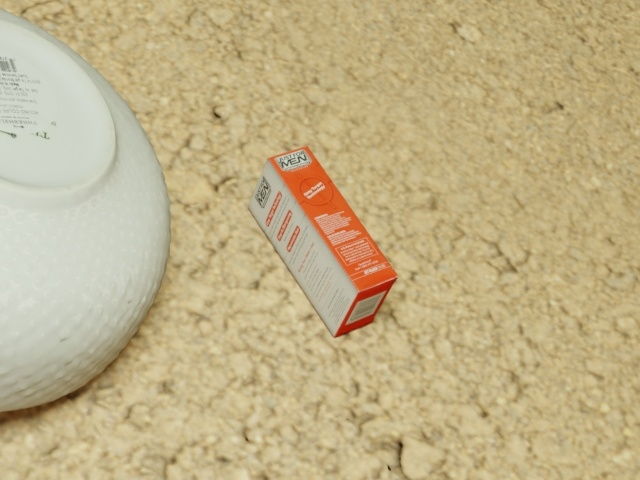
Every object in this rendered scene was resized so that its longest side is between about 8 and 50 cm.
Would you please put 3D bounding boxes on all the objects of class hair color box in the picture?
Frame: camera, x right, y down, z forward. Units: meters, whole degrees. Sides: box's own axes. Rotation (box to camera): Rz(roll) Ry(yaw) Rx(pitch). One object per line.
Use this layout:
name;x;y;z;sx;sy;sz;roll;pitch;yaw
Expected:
hair color box;0.000;0.000;1.215;0.043;0.072;0.141;-21;64;-31

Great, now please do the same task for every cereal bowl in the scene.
cereal bowl;-0.248;-0.054;1.062;0.339;0.141;0.339;23;43;-24
